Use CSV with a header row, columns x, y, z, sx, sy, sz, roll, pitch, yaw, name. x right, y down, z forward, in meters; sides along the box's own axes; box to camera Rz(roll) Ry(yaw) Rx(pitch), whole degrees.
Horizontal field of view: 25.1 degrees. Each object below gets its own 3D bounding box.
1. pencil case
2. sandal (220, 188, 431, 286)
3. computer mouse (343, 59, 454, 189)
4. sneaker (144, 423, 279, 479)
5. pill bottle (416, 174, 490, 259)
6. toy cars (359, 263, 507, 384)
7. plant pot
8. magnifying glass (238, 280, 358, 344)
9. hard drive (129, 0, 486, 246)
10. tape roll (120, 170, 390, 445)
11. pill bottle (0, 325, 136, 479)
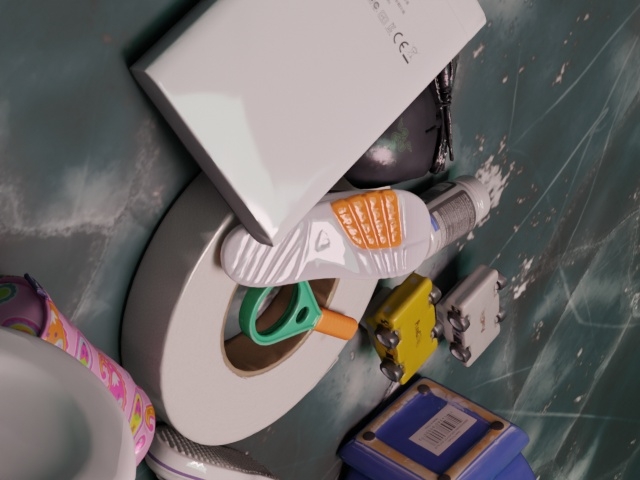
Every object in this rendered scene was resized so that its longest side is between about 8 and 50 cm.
x,y,z,sx,sy,sz,roll,pitch,yaw,name
-0.259,0.133,1.379,0.124,0.124,0.284,-51,148,-13,pencil case
0.000,-0.010,1.549,0.265,0.076,0.102,-5,108,-31,sandal
0.103,-0.138,1.624,0.272,0.072,0.189,-32,121,-56,computer mouse
-0.154,0.322,1.720,0.161,0.102,0.282,-54,150,-3,sneaker
0.158,-0.032,1.890,0.137,0.078,0.078,-30,139,-40,pill bottle
0.154,0.102,2.005,0.393,0.087,0.176,-4,125,-59,toy cars
0.170,0.351,2.107,0.236,0.236,0.212,-36,137,-34,plant pot
-0.020,0.085,1.640,0.092,0.026,0.231,-61,151,3,magnifying glass
-0.001,-0.198,1.447,0.353,0.047,0.233,-47,121,-20,hard drive
-0.064,0.051,1.640,0.392,0.072,0.392,-38,144,-34,tape roll
-0.332,0.280,1.223,0.229,0.229,0.408,-19,150,-48,pill bottle
